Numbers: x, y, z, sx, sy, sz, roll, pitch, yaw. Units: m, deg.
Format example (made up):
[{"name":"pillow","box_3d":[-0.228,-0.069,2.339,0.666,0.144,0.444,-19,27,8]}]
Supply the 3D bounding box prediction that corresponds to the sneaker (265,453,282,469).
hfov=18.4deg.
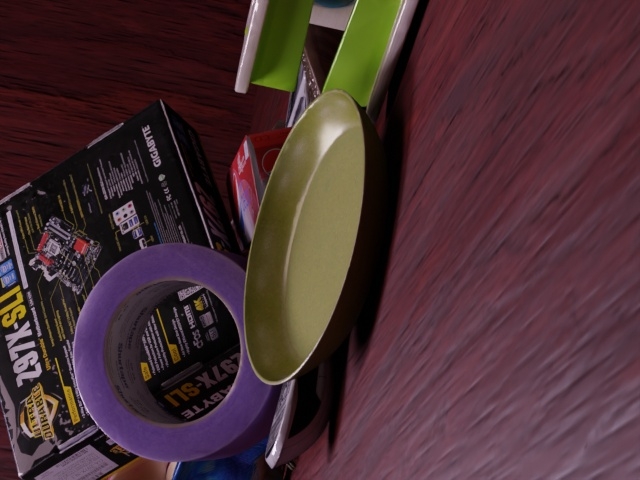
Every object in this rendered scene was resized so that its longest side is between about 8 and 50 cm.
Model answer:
[{"name":"sneaker","box_3d":[-0.058,0.159,2.000,0.170,0.063,0.075,-92,12,-45]}]

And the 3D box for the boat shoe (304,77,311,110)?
[{"name":"boat shoe","box_3d":[0.005,-0.157,2.043,0.038,0.046,0.125,-94,6,-51]}]

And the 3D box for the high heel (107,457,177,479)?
[{"name":"high heel","box_3d":[-0.179,0.220,2.054,0.377,0.181,0.127,80,-178,-52]}]

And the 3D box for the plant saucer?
[{"name":"plant saucer","box_3d":[0.000,0.000,1.574,0.241,0.037,0.241,-167,90,-70]}]

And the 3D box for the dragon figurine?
[{"name":"dragon figurine","box_3d":[-0.097,0.196,1.883,0.085,0.144,0.289,-87,9,-54]}]

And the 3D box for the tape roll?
[{"name":"tape roll","box_3d":[-0.115,0.098,1.726,0.080,0.189,0.189,19,-99,-72]}]

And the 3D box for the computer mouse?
[{"name":"computer mouse","box_3d":[-0.004,0.105,1.648,0.106,0.042,0.193,122,164,-63]}]

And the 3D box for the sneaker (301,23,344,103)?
[{"name":"sneaker","box_3d":[0.018,-0.173,1.858,0.066,0.071,0.188,93,163,-67]}]

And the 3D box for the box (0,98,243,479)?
[{"name":"box","box_3d":[-0.200,0.053,1.904,0.079,0.257,0.322,41,-160,-49]}]

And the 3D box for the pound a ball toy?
[{"name":"pound a ball toy","box_3d":[-0.015,-0.248,1.537,0.319,0.208,0.136,107,174,-57]}]

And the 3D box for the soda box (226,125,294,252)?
[{"name":"soda box","box_3d":[-0.029,-0.047,1.820,0.263,0.092,0.083,143,116,-81]}]

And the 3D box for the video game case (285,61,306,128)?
[{"name":"video game case","box_3d":[-0.014,-0.247,2.556,0.173,0.022,0.190,112,167,-64]}]

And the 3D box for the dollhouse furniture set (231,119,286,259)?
[{"name":"dollhouse furniture set","box_3d":[-0.179,0.047,2.504,0.303,0.173,0.355,-62,-11,-50]}]
